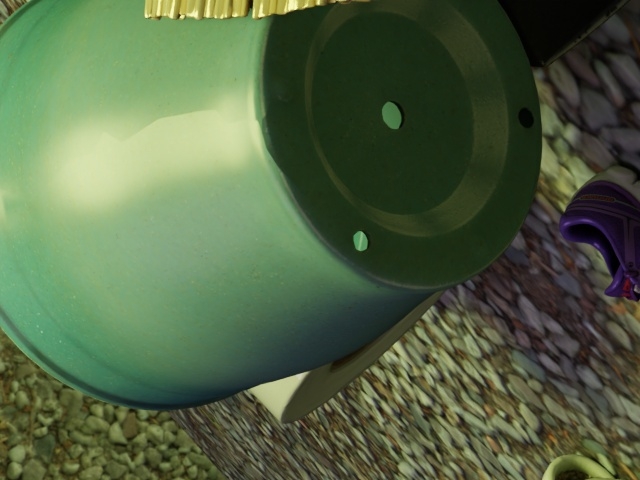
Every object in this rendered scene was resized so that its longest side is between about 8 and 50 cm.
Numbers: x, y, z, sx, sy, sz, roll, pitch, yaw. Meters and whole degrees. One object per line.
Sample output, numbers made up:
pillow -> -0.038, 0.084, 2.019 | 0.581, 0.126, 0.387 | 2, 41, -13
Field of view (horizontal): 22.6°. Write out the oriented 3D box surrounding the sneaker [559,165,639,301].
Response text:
sneaker -> 0.227, 0.026, 1.051 | 0.170, 0.071, 0.068 | 40, 160, 26

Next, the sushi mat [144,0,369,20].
sushi mat -> -0.015, -0.257, 0.734 | 0.151, 0.317, 0.019 | 5, 179, 41

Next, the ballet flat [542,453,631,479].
ballet flat -> 0.308, 0.293, 1.325 | 0.400, 0.139, 0.139 | 29, 153, 51

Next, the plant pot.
plant pot -> -0.029, -0.049, 0.879 | 0.255, 0.271, 0.272 | -14, 116, 54

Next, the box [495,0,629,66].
box -> 0.071, -0.208, 0.888 | 0.207, 0.108, 0.153 | 57, 160, -21

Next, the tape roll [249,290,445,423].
tape roll -> 0.000, 0.000, 1.251 | 0.169, 0.246, 0.246 | 45, 161, 13
